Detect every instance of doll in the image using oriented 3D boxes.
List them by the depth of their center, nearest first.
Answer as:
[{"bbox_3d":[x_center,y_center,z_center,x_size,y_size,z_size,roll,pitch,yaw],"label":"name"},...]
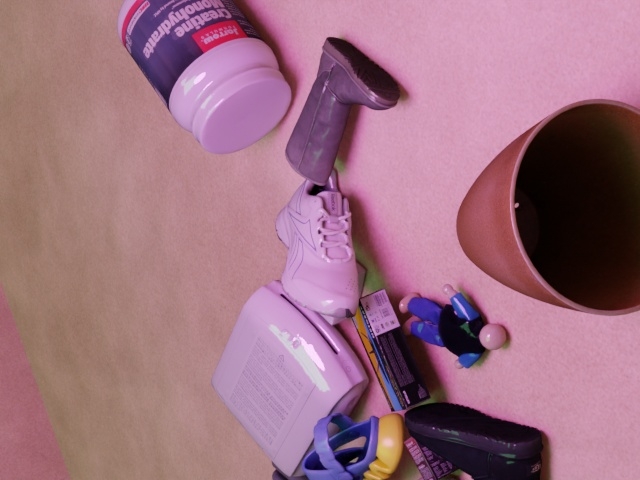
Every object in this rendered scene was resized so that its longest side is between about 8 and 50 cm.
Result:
[{"bbox_3d":[0.190,0.121,1.702,0.189,0.046,0.129,15,118,51],"label":"doll"}]

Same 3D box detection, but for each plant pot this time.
[{"bbox_3d":[0.268,-0.029,1.397,0.254,0.237,0.237,-10,97,70],"label":"plant pot"}]

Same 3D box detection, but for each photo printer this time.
[{"bbox_3d":[-0.053,0.229,2.018,0.256,0.107,0.307,47,140,20],"label":"photo printer"}]

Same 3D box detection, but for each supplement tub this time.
[{"bbox_3d":[-0.187,-0.293,1.900,0.272,0.191,0.191,54,142,24],"label":"supplement tub"}]

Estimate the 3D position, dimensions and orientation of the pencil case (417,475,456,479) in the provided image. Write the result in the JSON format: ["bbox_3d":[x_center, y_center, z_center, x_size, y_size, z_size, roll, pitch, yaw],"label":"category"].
[{"bbox_3d":[0.042,0.495,1.765,0.160,0.410,0.183,63,152,15],"label":"pencil case"}]

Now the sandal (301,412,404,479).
[{"bbox_3d":[0.033,0.376,1.929,0.126,0.138,0.317,-83,9,-49],"label":"sandal"}]

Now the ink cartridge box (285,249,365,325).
[{"bbox_3d":[0.006,0.056,1.916,0.135,0.056,0.099,42,137,35],"label":"ink cartridge box"}]

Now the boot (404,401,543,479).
[{"bbox_3d":[0.225,0.358,1.720,0.246,0.094,0.207,9,109,46],"label":"boot"}]

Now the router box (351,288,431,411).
[{"bbox_3d":[0.103,0.170,1.805,0.133,0.046,0.178,121,126,-78],"label":"router box"}]

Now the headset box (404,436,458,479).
[{"bbox_3d":[0.172,0.322,1.807,0.083,0.062,0.032,60,143,14],"label":"headset box"}]

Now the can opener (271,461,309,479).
[{"bbox_3d":[-0.005,0.473,2.107,0.280,0.093,0.074,37,134,46],"label":"can opener"}]

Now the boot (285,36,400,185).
[{"bbox_3d":[0.025,-0.171,1.743,0.189,0.076,0.208,54,128,46],"label":"boot"}]

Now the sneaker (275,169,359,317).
[{"bbox_3d":[0.000,0.000,1.790,0.297,0.111,0.129,-110,35,-48],"label":"sneaker"}]
